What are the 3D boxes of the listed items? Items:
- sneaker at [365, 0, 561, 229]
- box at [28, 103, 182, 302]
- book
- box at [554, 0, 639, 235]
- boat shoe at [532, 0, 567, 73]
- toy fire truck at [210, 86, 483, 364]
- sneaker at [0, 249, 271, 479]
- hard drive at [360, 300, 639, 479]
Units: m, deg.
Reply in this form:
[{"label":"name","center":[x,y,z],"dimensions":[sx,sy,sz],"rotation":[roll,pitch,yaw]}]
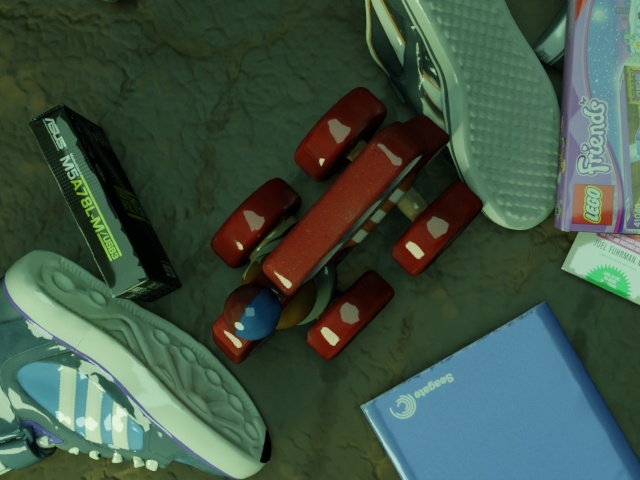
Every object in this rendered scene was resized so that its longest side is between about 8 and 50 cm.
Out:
[{"label":"sneaker","center":[0.138,-0.164,1.650],"dimensions":[0.126,0.127,0.321],"rotation":[-30,110,-23]},{"label":"box","center":[-0.204,-0.031,1.620],"dimensions":[0.045,0.190,0.184],"rotation":[-29,84,2]},{"label":"book","center":[0.312,-0.017,1.667],"dimensions":[0.096,0.035,0.144],"rotation":[25,90,7]},{"label":"box","center":[0.333,-0.150,1.607],"dimensions":[0.201,0.057,0.293],"rotation":[3,94,-1]},{"label":"boat shoe","center":[0.307,-0.253,1.663],"dimensions":[0.076,0.080,0.228],"rotation":[38,88,-6]},{"label":"toy fire truck","center":[0.000,0.000,1.558],"dimensions":[0.169,0.254,0.302],"rotation":[45,107,6]},{"label":"sneaker","center":[-0.236,0.178,1.660],"dimensions":[0.323,0.130,0.236],"rotation":[39,114,-13]},{"label":"hard drive","center":[0.209,0.249,1.647],"dimensions":[0.210,0.040,0.319],"rotation":[-30,85,1]}]
